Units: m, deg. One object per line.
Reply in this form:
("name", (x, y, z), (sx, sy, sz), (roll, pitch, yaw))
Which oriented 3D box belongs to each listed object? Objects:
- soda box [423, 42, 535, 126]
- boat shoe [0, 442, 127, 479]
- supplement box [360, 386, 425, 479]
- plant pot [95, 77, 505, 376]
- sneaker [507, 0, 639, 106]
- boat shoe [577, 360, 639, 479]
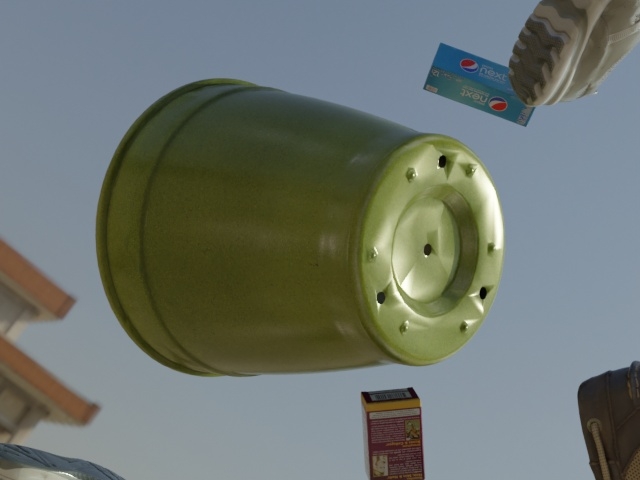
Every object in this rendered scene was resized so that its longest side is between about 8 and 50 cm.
("soda box", (0.306, -0.292, 2.132), (0.210, 0.071, 0.067), (21, -38, 2))
("boat shoe", (-0.383, 0.398, 1.745), (0.320, 0.103, 0.118), (28, -3, -43))
("supplement box", (0.070, 0.189, 1.098), (0.054, 0.083, 0.043), (-4, 10, -6))
("plant pot", (0.000, 0.000, 1.267), (0.353, 0.366, 0.366), (7, -35, 47))
("sneaker", (0.298, -0.258, 1.162), (0.281, 0.115, 0.105), (-60, -137, 43))
("boat shoe", (0.286, 0.266, 0.954), (0.130, 0.132, 0.356), (-5, -83, 26))
